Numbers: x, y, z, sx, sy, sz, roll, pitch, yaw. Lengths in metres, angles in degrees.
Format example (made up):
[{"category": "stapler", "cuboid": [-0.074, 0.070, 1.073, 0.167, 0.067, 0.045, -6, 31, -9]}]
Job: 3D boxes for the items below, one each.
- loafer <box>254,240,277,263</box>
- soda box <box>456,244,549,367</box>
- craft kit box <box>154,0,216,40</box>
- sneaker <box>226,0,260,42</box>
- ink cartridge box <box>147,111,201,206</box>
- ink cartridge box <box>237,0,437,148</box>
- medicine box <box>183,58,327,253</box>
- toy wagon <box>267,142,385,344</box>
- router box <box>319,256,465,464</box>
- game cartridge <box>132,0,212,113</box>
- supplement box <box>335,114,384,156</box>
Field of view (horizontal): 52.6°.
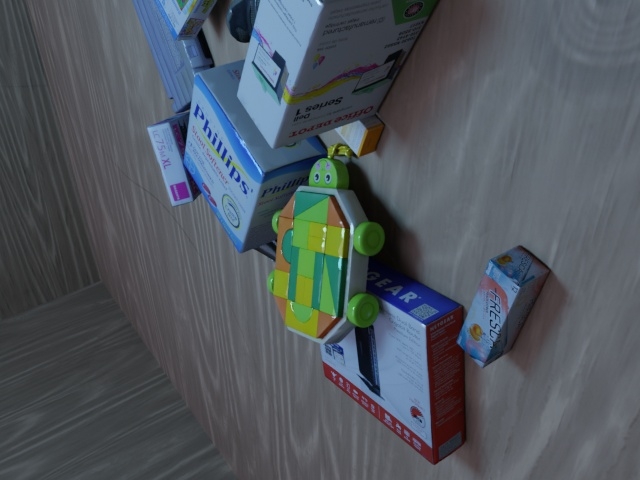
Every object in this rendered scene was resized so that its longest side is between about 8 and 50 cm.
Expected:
[{"category": "loafer", "cuboid": [-0.123, 0.009, 1.479, 0.220, 0.078, 0.080, 47, 147, 33]}, {"category": "soda box", "cuboid": [0.251, 0.096, 0.906, 0.058, 0.063, 0.183, 47, 147, 34]}, {"category": "craft kit box", "cuboid": [-0.275, -0.573, 1.275, 0.246, 0.061, 0.250, -39, 76, 51]}, {"category": "sneaker", "cuboid": [-0.091, -0.373, 1.124, 0.227, 0.087, 0.130, -19, 87, 57]}, {"category": "ink cartridge box", "cuboid": [-0.324, -0.210, 1.573, 0.311, 0.065, 0.186, -89, -14, -74]}, {"category": "ink cartridge box", "cuboid": [0.017, -0.272, 0.887, 0.117, 0.201, 0.278, 58, 151, 17]}, {"category": "medicine box", "cuboid": [-0.143, -0.166, 1.307, 0.263, 0.149, 0.289, 56, 151, 19]}, {"category": "toy wagon", "cuboid": [0.000, 0.000, 1.141, 0.267, 0.068, 0.344, 12, 100, 52]}, {"category": "router box", "cuboid": [0.116, 0.194, 1.198, 0.335, 0.082, 0.301, 29, 134, 50]}, {"category": "game cartridge", "cuboid": [-0.352, -0.495, 1.522, 0.230, 0.068, 0.355, -7, 105, 57]}, {"category": "supplement box", "cuboid": [0.055, -0.194, 1.058, 0.098, 0.036, 0.062, 53, 150, 24]}]
